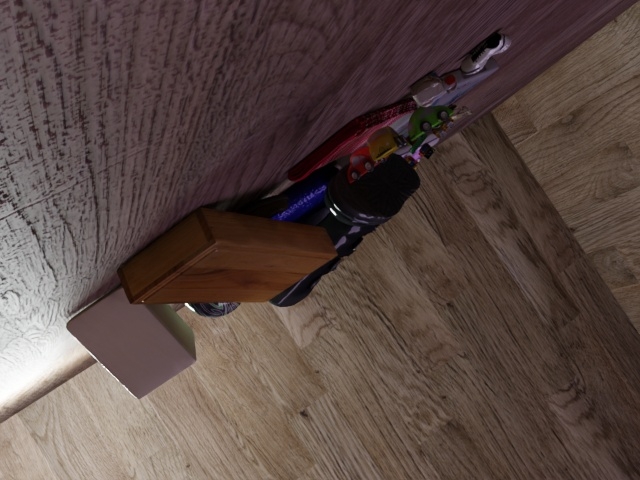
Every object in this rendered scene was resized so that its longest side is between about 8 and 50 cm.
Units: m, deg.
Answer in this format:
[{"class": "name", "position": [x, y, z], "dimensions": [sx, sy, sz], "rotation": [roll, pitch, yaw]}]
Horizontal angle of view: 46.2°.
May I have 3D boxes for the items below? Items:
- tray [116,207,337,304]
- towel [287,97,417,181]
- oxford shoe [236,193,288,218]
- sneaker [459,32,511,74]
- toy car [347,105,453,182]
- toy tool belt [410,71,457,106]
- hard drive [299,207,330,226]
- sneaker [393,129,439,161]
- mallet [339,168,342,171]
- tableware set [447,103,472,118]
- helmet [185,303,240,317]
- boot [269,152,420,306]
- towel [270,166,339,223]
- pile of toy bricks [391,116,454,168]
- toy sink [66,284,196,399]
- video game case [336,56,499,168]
[{"class": "tray", "position": [-0.152, 0.042, 1.386], "dimensions": [0.202, 0.076, 0.411], "rotation": [-34, 160, 23]}, {"class": "towel", "position": [0.068, -0.198, 1.473], "dimensions": [0.199, 0.031, 0.275], "rotation": [-33, 179, 35]}, {"class": "oxford shoe", "position": [-0.150, -0.014, 1.535], "dimensions": [0.227, 0.096, 0.083], "rotation": [-35, 177, -12]}, {"class": "sneaker", "position": [0.306, -0.356, 1.417], "dimensions": [0.109, 0.040, 0.043], "rotation": [-38, 161, 26]}, {"class": "toy car", "position": [0.157, -0.207, 1.459], "dimensions": [0.225, 0.053, 0.239], "rotation": [-34, 180, -13]}, {"class": "toy tool belt", "position": [0.205, -0.285, 1.377], "dimensions": [0.083, 0.052, 0.051], "rotation": [-31, -149, 13]}, {"class": "hard drive", "position": [-0.040, -0.032, 2.001], "dimensions": [0.254, 0.172, 0.054], "rotation": [-30, -143, 5]}, {"class": "sneaker", "position": [0.241, -0.206, 2.178], "dimensions": [0.282, 0.161, 0.102], "rotation": [-30, -159, 8]}, {"class": "mallet", "position": [0.041, -0.171, 1.896], "dimensions": [0.190, 0.062, 0.039], "rotation": [-49, 171, 14]}, {"class": "tableware set", "position": [0.377, -0.379, 2.225], "dimensions": [0.128, 0.039, 0.194], "rotation": [-22, 177, 18]}, {"class": "helmet", "position": [-0.235, 0.086, 1.618], "dimensions": [0.169, 0.162, 0.169], "rotation": [-33, 179, -1]}, {"class": "boot", "position": [0.001, 0.000, 1.757], "dimensions": [0.445, 0.146, 0.367], "rotation": [-40, 170, 31]}, {"class": "towel", "position": [-0.081, -0.063, 1.801], "dimensions": [0.308, 0.076, 0.227], "rotation": [-34, 180, 15]}, {"class": "pile of toy bricks", "position": [0.244, -0.272, 1.997], "dimensions": [0.212, 0.118, 0.105], "rotation": [-50, -156, 12]}, {"class": "toy sink", "position": [-0.387, 0.181, 1.547], "dimensions": [0.152, 0.234, 0.131], "rotation": [-34, -152, 5]}, {"class": "video game case", "position": [0.224, -0.290, 1.709], "dimensions": [0.329, 0.036, 0.300], "rotation": [-34, 178, 37]}]
